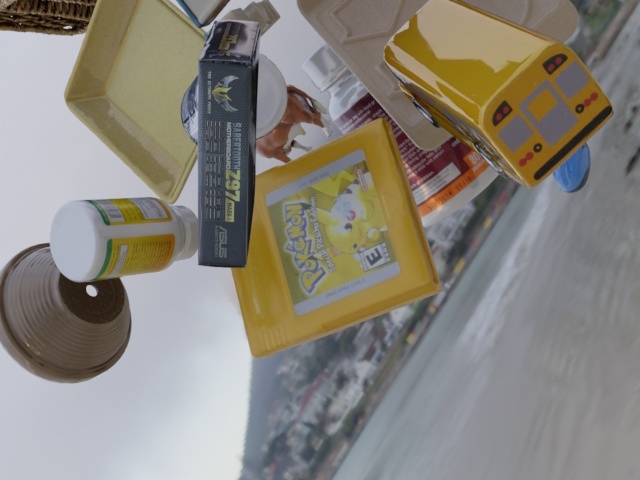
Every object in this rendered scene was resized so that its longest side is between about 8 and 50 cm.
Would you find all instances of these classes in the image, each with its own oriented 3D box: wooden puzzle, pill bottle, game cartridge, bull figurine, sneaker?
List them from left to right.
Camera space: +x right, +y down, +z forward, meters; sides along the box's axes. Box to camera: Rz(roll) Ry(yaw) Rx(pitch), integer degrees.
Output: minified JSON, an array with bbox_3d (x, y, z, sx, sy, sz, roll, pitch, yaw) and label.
[{"bbox_3d":[-0.282,-0.005,1.330,0.208,0.117,0.117,-7,-48,-51],"label":"pill bottle"},{"bbox_3d":[-0.138,-0.199,1.341,0.130,0.130,0.245,-57,13,-9],"label":"pill bottle"},{"bbox_3d":[-0.095,-0.265,2.236,0.310,0.188,0.101,-47,19,54],"label":"bull figurine"},{"bbox_3d":[0.000,0.000,1.392,0.323,0.285,0.052,-23,-20,21],"label":"game cartridge"},{"bbox_3d":[0.158,-0.240,1.724,0.224,0.392,0.224,-39,6,5],"label":"pill bottle"},{"bbox_3d":[0.184,-0.363,1.452,0.322,0.348,0.080,-40,-13,4],"label":"wooden puzzle"},{"bbox_3d":[0.374,-0.179,1.418,0.069,0.082,0.209,-14,72,45],"label":"sneaker"}]

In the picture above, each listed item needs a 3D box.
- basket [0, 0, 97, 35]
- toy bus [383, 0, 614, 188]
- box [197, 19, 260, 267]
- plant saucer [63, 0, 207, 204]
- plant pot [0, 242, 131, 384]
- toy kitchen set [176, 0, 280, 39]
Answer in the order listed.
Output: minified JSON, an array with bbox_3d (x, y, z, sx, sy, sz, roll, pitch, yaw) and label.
[{"bbox_3d":[-0.576,-0.551,1.984,0.299,0.213,0.223,-10,-65,-55],"label":"basket"},{"bbox_3d":[0.162,-0.164,0.928,0.108,0.130,0.333,-45,28,6],"label":"toy bus"},{"bbox_3d":[-0.101,-0.112,1.002,0.183,0.059,0.233,-91,3,-65],"label":"box"},{"bbox_3d":[-0.302,-0.293,1.662,0.081,0.333,0.333,-26,-26,-53],"label":"plant saucer"},{"bbox_3d":[-0.389,0.099,1.422,0.109,0.237,0.237,-32,10,40],"label":"plant pot"},{"bbox_3d":[-0.194,-0.401,1.473,0.122,0.207,0.166,-35,6,28],"label":"toy kitchen set"}]
